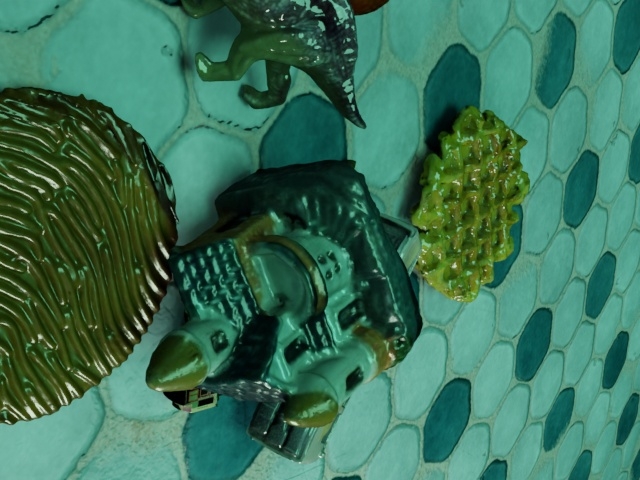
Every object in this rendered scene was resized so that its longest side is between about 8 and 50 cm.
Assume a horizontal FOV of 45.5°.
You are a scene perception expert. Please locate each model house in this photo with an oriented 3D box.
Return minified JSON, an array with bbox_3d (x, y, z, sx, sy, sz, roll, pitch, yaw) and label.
[{"bbox_3d":[-0.055,0.081,0.790,0.291,0.184,0.253,-36,114,-46],"label":"model house"}]

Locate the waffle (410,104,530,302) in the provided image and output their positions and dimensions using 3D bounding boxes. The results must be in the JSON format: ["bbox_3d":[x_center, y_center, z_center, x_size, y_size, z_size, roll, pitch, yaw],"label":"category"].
[{"bbox_3d":[0.247,-0.057,1.244,0.325,0.068,0.302,35,78,-52],"label":"waffle"}]

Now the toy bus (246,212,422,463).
[{"bbox_3d":[0.024,0.125,1.023,0.343,0.097,0.138,-63,161,-10],"label":"toy bus"}]

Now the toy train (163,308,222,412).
[{"bbox_3d":[-0.134,0.128,0.885,0.087,0.050,0.138,-6,109,-45],"label":"toy train"}]

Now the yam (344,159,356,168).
[{"bbox_3d":[-0.001,0.000,1.005,0.029,0.027,0.234,62,51,-81],"label":"yam"}]

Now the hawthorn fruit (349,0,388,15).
[{"bbox_3d":[0.010,-0.354,0.762,0.243,0.207,0.208,25,85,-30],"label":"hawthorn fruit"}]

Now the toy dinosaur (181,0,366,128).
[{"bbox_3d":[-0.053,-0.220,0.749,0.294,0.162,0.077,54,32,-46],"label":"toy dinosaur"}]

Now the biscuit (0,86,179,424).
[{"bbox_3d":[-0.261,0.021,0.702,0.317,0.040,0.318,-21,119,-43],"label":"biscuit"}]
